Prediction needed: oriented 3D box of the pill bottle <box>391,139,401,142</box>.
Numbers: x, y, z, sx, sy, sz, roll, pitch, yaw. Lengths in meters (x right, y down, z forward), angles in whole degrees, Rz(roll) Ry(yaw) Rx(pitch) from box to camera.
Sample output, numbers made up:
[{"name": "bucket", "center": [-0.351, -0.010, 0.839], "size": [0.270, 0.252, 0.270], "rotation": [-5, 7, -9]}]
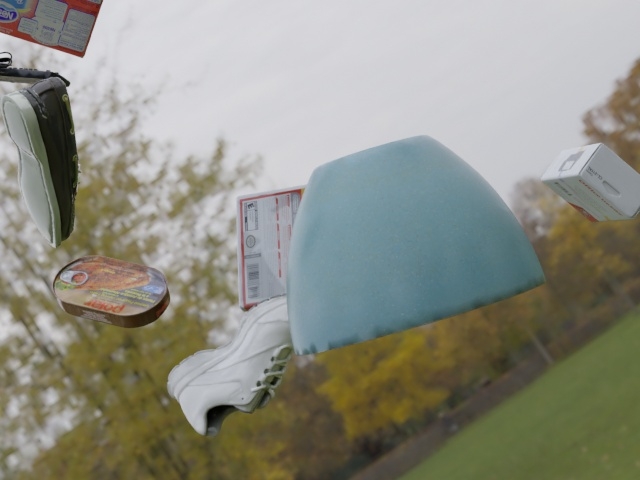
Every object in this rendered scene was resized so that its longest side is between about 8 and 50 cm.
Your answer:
[{"name": "pill bottle", "center": [0.145, -0.130, 2.474], "size": [0.086, 0.086, 0.152], "rotation": [-36, -6, 10]}]

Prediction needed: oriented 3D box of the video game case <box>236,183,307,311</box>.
[{"name": "video game case", "center": [0.000, 0.000, 2.352], "size": [0.285, 0.204, 0.025], "rotation": [-9, -23, 15]}]

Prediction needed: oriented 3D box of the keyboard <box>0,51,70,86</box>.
[{"name": "keyboard", "center": [-0.476, -0.259, 2.137], "size": [0.192, 0.038, 0.100], "rotation": [5, -2, 10]}]

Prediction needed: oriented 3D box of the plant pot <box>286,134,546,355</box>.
[{"name": "plant pot", "center": [0.083, -0.006, 1.595], "size": [0.290, 0.195, 0.290], "rotation": [-17, -1, 0]}]

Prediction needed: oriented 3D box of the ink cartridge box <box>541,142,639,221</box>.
[{"name": "ink cartridge box", "center": [0.476, -0.097, 2.465], "size": [0.072, 0.127, 0.175], "rotation": [-53, 10, -8]}]

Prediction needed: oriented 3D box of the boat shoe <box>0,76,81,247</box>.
[{"name": "boat shoe", "center": [-0.311, -0.087, 1.665], "size": [0.069, 0.081, 0.227], "rotation": [-33, -37, -28]}]

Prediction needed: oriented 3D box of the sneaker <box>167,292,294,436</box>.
[{"name": "sneaker", "center": [-0.097, 0.193, 2.212], "size": [0.297, 0.129, 0.111], "rotation": [-40, -35, 16]}]

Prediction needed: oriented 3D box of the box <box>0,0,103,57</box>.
[{"name": "box", "center": [-0.561, -0.466, 2.648], "size": [0.142, 0.300, 0.154], "rotation": [-118, 46, -62]}]

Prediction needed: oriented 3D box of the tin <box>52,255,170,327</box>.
[{"name": "tin", "center": [-0.317, 0.079, 2.173], "size": [0.106, 0.190, 0.040], "rotation": [-55, -32, -42]}]
